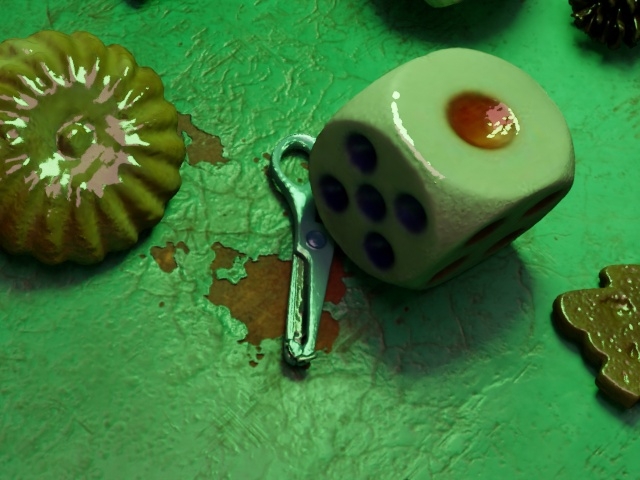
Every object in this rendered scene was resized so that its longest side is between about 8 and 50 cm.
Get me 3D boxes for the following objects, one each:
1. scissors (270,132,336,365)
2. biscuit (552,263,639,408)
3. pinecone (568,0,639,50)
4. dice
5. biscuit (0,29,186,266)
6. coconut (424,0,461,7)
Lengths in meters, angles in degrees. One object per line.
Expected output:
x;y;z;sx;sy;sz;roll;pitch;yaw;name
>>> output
0.000;0.000;1.645;0.180;0.032;0.393;11;58;-4;scissors
0.487;0.119;1.651;0.278;0.043;0.301;40;61;16;biscuit
0.518;-0.419;1.875;0.292;0.246;0.246;-33;69;-8;pinecone
0.159;-0.092;1.576;0.259;0.251;0.243;-28;76;-33;dice
-0.331;-0.128;1.567;0.325;0.107;0.326;5;78;-22;biscuit
0.211;-0.524;1.814;0.323;0.323;0.323;4;60;-7;coconut
